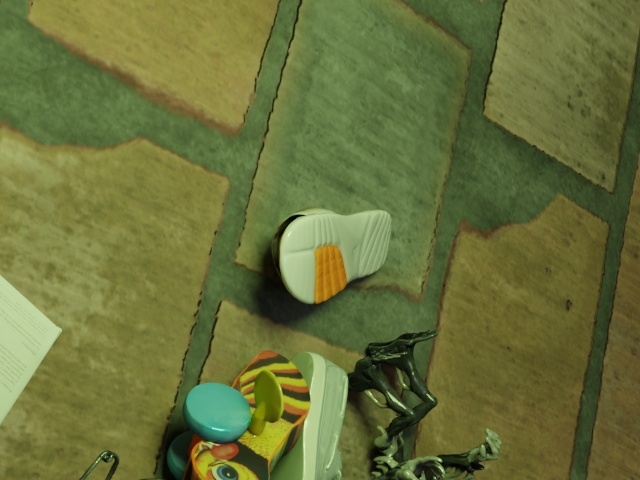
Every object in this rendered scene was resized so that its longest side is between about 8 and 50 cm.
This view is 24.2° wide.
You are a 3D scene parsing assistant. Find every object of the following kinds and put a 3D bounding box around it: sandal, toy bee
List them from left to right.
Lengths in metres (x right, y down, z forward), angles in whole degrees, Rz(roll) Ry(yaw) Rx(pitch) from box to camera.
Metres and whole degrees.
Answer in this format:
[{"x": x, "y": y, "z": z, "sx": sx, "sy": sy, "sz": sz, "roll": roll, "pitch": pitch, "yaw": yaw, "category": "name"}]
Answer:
[{"x": -0.091, "y": 0.239, "z": 1.534, "sx": 0.298, "sy": 0.162, "sz": 0.195, "roll": -43, "pitch": 159, "yaw": -28, "category": "toy bee"}, {"x": -0.001, "y": 0.011, "z": 1.709, "sx": 0.265, "sy": 0.076, "sz": 0.102, "roll": -10, "pitch": 108, "yaw": -63, "category": "sandal"}]

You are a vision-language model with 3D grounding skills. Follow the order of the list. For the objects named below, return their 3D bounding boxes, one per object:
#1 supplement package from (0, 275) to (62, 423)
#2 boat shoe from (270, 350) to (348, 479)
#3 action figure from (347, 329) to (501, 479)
[{"x": -0.378, "y": 0.101, "z": 1.289, "sx": 0.194, "sy": 0.149, "sz": 0.203, "roll": 47, "pitch": 57, "yaw": -29, "category": "supplement package"}, {"x": -0.008, "y": 0.240, "z": 1.665, "sx": 0.081, "sy": 0.079, "sz": 0.227, "roll": 23, "pitch": 68, "yaw": -35, "category": "boat shoe"}, {"x": 0.119, "y": 0.254, "z": 1.743, "sx": 0.164, "sy": 0.141, "sz": 0.276, "roll": -22, "pitch": 99, "yaw": -54, "category": "action figure"}]
